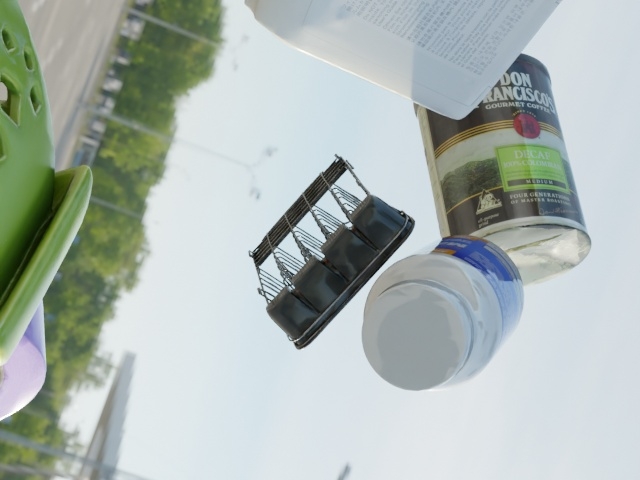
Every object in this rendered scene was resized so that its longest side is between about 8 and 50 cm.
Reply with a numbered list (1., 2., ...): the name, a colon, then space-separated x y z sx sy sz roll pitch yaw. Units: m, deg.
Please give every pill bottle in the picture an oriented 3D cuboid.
1. pill bottle: 0.134 0.081 1.341 0.152 0.152 0.272 -67 166 13

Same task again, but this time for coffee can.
1. coffee can: 0.250 -0.095 1.685 0.201 0.201 0.275 127 -39 -55

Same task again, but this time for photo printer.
1. photo printer: 0.091 -0.267 1.159 0.256 0.307 0.107 -53 -134 22

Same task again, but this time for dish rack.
1. dish rack: 0.000 0.000 1.516 0.208 0.074 0.271 -46 -162 6

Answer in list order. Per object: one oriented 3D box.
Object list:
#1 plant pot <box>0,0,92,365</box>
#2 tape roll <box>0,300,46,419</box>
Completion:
1. plant pot: -0.288 -0.027 0.766 0.228 0.207 0.227 -14 -148 18
2. tape roll: -0.428 0.107 1.256 0.275 0.274 0.090 123 -37 -46
